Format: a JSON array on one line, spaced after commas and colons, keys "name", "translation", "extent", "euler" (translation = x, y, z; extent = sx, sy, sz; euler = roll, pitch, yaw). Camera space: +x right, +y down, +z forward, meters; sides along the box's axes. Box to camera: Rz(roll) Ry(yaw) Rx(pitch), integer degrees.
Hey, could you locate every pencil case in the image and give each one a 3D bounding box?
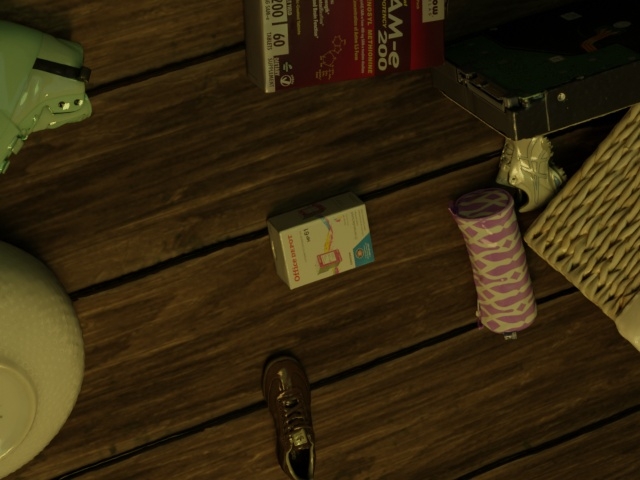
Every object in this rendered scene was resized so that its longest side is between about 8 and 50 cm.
[{"name": "pencil case", "translation": [0.238, 0.029, 1.997], "extent": [0.088, 0.086, 0.206], "euler": [-6, 119, 16]}]

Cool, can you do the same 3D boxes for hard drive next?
[{"name": "hard drive", "translation": [0.334, -0.229, 1.829], "extent": [0.339, 0.237, 0.064], "euler": [-18, 118, -16]}]

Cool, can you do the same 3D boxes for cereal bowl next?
[{"name": "cereal bowl", "translation": [-0.428, 0.168, 1.712], "extent": [0.339, 0.141, 0.339], "euler": [-15, 125, -23]}]

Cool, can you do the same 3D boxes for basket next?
[{"name": "basket", "translation": [0.510, 0.009, 1.964], "extent": [0.331, 0.266, 0.328], "euler": [-51, 134, 5]}]

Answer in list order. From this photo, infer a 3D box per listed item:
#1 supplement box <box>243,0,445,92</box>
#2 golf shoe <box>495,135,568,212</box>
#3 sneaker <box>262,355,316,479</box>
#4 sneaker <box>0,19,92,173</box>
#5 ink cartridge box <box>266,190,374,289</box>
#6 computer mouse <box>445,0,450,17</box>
[{"name": "supplement box", "translation": [0.030, -0.265, 1.780], "extent": [0.239, 0.073, 0.130], "euler": [-12, 116, -19]}, {"name": "golf shoe", "translation": [0.268, -0.109, 1.956], "extent": [0.086, 0.069, 0.176], "euler": [-31, 120, -1]}, {"name": "sneaker", "translation": [-0.031, 0.246, 1.982], "extent": [0.066, 0.071, 0.188], "euler": [-17, 119, -15]}, {"name": "sneaker", "translation": [-0.336, -0.115, 1.665], "extent": [0.151, 0.094, 0.256], "euler": [7, 99, -26]}, {"name": "ink cartridge box", "translation": [0.000, 0.000, 1.897], "extent": [0.122, 0.052, 0.089], "euler": [-18, 119, -13]}, {"name": "computer mouse", "translation": [0.223, -0.352, 1.831], "extent": [0.193, 0.042, 0.106], "euler": [-27, 156, -18]}]
